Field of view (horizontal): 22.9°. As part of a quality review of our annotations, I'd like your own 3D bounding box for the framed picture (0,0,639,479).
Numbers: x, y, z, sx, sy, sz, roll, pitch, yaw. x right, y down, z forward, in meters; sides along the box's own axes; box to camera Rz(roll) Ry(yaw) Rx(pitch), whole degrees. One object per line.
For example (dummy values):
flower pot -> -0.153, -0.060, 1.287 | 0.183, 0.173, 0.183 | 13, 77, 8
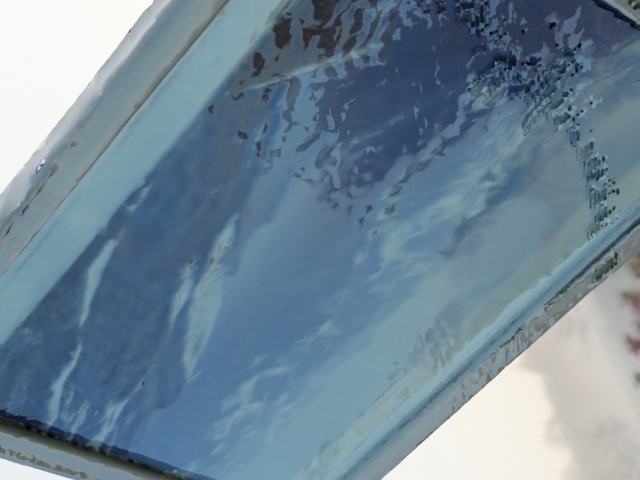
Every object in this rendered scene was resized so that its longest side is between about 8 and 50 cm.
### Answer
framed picture -> 0.000, 0.000, 0.634 | 0.247, 0.335, 0.022 | 24, -146, -33
